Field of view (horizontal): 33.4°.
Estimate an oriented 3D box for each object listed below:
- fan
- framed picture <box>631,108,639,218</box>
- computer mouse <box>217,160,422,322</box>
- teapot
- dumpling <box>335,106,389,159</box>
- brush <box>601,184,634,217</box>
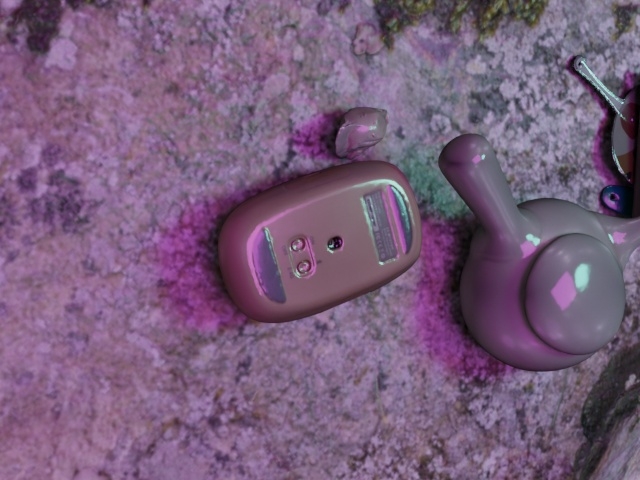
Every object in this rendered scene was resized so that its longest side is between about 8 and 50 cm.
[{"bbox_3d":[0.391,-0.152,1.346,0.227,0.008,0.152,39,69,-19],"label":"fan"},{"bbox_3d":[0.531,-0.096,1.383,0.290,0.020,0.211,7,86,-22],"label":"framed picture"},{"bbox_3d":[0.000,0.000,1.138,0.237,0.082,0.145,-23,103,-25],"label":"computer mouse"},{"bbox_3d":[0.226,0.030,1.213,0.318,0.149,0.219,20,84,-27],"label":"teapot"},{"bbox_3d":[0.046,-0.115,1.167,0.052,0.076,0.057,3,119,10],"label":"dumpling"},{"bbox_3d":[0.443,-0.035,1.382,0.194,0.032,0.043,13,79,-14],"label":"brush"}]
